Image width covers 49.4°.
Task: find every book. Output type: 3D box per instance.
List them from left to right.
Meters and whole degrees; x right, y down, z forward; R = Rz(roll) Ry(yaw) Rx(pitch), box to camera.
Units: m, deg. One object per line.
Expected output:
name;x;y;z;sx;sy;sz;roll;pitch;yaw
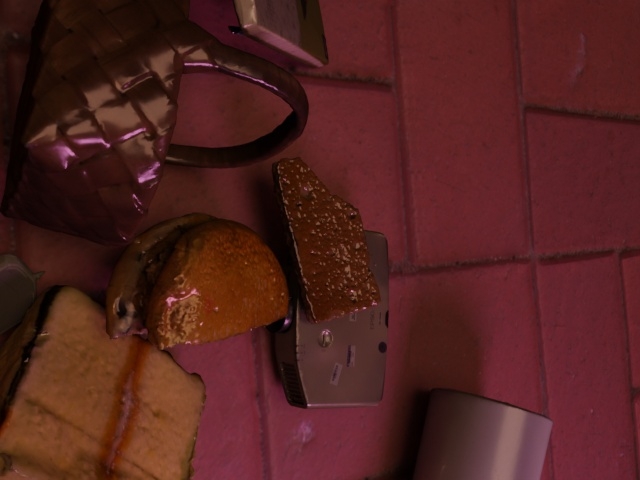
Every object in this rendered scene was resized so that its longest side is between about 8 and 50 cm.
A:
book;-0.059;-0.374;0.943;0.352;0.035;0.239;-24;104;-74

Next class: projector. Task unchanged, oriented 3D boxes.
projector;0.009;0.114;1.052;0.194;0.088;0.269;8;81;-35

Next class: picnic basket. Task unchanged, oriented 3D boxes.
picnic basket;-0.174;-0.150;0.801;0.337;0.293;0.337;9;71;-27

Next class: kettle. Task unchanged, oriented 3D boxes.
kettle;0.245;0.427;1.164;0.205;0.265;0.318;16;75;-2

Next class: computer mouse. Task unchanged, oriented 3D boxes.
computer mouse;-0.390;0.075;0.774;0.182;0.056;0.089;-40;133;-44

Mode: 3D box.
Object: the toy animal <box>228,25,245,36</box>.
toy animal;-0.105;-0.415;1.022;0.079;0.070;0.252;3;89;-28

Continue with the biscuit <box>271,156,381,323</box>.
biscuit;0.008;-0.007;0.998;0.131;0.026;0.236;-13;88;-37

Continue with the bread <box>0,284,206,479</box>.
bread;-0.242;0.201;0.792;0.263;0.198;0.236;46;55;-33

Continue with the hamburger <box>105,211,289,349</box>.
hamburger;-0.150;0.042;0.886;0.283;0.144;0.156;-9;95;-63
